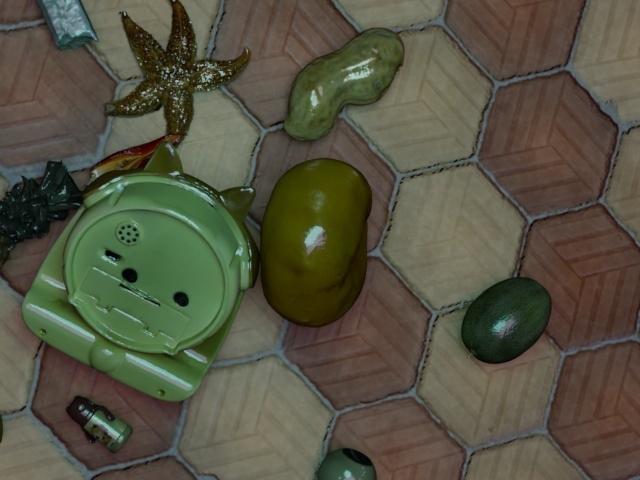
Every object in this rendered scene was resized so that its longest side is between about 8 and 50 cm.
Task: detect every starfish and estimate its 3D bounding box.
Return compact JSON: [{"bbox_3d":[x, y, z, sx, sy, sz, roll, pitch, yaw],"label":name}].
[{"bbox_3d":[-0.221,-0.258,1.556,0.241,0.043,0.227,-18,93,-12],"label":"starfish"}]

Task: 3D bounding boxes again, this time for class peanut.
[{"bbox_3d":[0.033,-0.243,1.571,0.229,0.098,0.103,-34,68,-6],"label":"peanut"}]

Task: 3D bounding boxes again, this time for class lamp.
[{"bbox_3d":[0.022,0.401,1.567,0.091,0.091,0.163,25,100,-8],"label":"lamp"}]

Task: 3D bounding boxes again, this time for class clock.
[{"bbox_3d":[-0.235,0.038,1.438,0.286,0.117,0.348,28,115,-8],"label":"clock"}]

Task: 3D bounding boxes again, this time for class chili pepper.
[{"bbox_3d":[-0.277,-0.124,1.531,0.178,0.027,0.045,-28,99,10],"label":"chili pepper"}]

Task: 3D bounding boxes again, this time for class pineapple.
[{"bbox_3d":[-0.460,-0.024,1.473,0.248,0.128,0.128,-32,94,-13],"label":"pineapple"}]

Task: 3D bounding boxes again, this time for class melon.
[{"bbox_3d":[0.288,0.128,1.597,0.167,0.114,0.114,-43,96,-10],"label":"melon"}]

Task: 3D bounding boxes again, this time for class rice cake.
[{"bbox_3d":[-0.399,-0.377,1.515,0.063,0.069,0.206,-24,95,-11],"label":"rice cake"}]

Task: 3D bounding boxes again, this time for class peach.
[{"bbox_3d":[0.000,0.000,1.492,0.153,0.251,0.251,18,85,19],"label":"peach"}]

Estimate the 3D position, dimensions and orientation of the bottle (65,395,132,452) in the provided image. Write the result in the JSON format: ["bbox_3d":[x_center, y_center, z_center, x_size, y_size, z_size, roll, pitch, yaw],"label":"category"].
[{"bbox_3d":[-0.334,0.273,1.522,0.101,0.047,0.063,38,94,-6],"label":"bottle"}]

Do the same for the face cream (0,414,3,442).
[{"bbox_3d":[-0.557,0.280,1.481,0.182,0.051,0.072,-4,88,-9],"label":"face cream"}]
